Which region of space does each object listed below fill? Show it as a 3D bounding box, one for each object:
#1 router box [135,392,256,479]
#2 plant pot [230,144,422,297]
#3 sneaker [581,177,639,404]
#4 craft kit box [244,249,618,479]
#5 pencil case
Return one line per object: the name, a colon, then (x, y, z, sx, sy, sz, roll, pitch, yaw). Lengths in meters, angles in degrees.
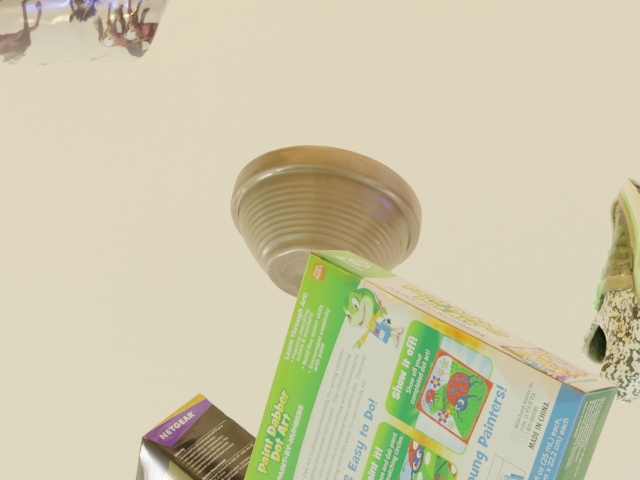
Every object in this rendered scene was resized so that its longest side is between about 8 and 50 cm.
router box: (-0.070, 0.327, 1.098, 0.243, 0.081, 0.309, 34, -45, 22)
plant pot: (0.000, 0.000, 1.421, 0.237, 0.237, 0.110, -8, -129, 26)
sneaker: (0.367, 0.058, 1.387, 0.158, 0.410, 0.182, 42, -69, -5)
craft kit box: (0.060, 0.166, 0.845, 0.246, 0.061, 0.250, 26, -73, 34)
pencil case: (-0.373, -0.258, 1.255, 0.183, 0.410, 0.160, -4, -85, 52)
